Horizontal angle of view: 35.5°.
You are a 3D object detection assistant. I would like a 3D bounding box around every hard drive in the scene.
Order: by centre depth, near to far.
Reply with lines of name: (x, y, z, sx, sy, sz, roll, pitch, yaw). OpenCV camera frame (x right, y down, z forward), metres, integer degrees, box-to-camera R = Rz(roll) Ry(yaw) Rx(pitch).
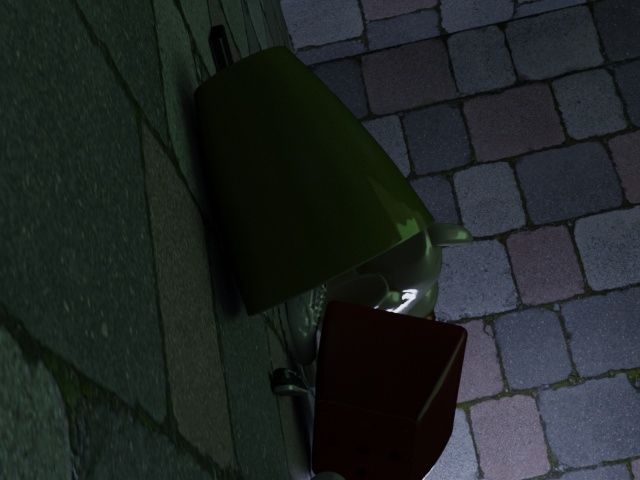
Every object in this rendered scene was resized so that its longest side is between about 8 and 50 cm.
hard drive: (-0.158, -0.288, 1.691, 0.094, 0.022, 0.135, -95, 172, -64)

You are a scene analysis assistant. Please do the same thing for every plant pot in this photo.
plant pot: (-0.038, -0.094, 1.312, 0.294, 0.274, 0.275, 63, 4, -1)
plant pot: (0.105, 0.302, 1.816, 0.236, 0.267, 0.267, -61, 158, -57)

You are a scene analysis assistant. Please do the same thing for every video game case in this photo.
video game case: (-0.037, 0.163, 2.090, 0.227, 0.026, 0.206, -96, 173, -68)

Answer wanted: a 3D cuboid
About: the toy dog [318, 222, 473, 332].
toy dog: (0.145, 0.065, 2.253, 0.408, 0.395, 0.285, 59, 6, -66)

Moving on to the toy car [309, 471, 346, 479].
toy car: (0.051, 0.455, 1.576, 0.182, 0.136, 0.159, -89, 166, -75)

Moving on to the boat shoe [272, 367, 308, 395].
boat shoe: (-0.049, 0.221, 1.557, 0.125, 0.046, 0.038, 41, 41, -71)

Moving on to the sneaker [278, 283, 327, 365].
sneaker: (-0.030, 0.111, 1.829, 0.090, 0.094, 0.235, -28, 108, -88)
